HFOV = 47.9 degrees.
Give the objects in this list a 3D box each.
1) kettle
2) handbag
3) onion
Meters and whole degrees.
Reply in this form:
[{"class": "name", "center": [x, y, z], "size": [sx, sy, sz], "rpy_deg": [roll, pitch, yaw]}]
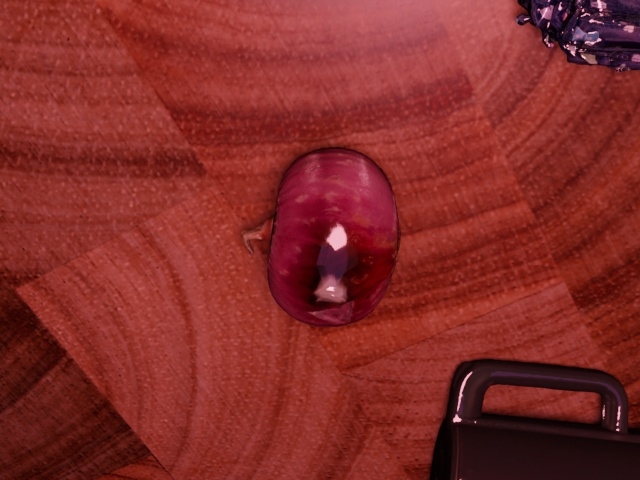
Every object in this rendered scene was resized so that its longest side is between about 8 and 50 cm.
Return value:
[{"class": "kettle", "center": [0.317, 0.324, 0.973], "size": [0.308, 0.203, 0.262], "rpy_deg": [9, 119, 2]}, {"class": "handbag", "center": [0.342, -0.254, 0.731], "size": [0.260, 0.113, 0.162], "rpy_deg": [3, 123, -6]}, {"class": "onion", "center": [0.014, 0.003, 0.843], "size": [0.201, 0.200, 0.207], "rpy_deg": [32, 108, -12]}]
